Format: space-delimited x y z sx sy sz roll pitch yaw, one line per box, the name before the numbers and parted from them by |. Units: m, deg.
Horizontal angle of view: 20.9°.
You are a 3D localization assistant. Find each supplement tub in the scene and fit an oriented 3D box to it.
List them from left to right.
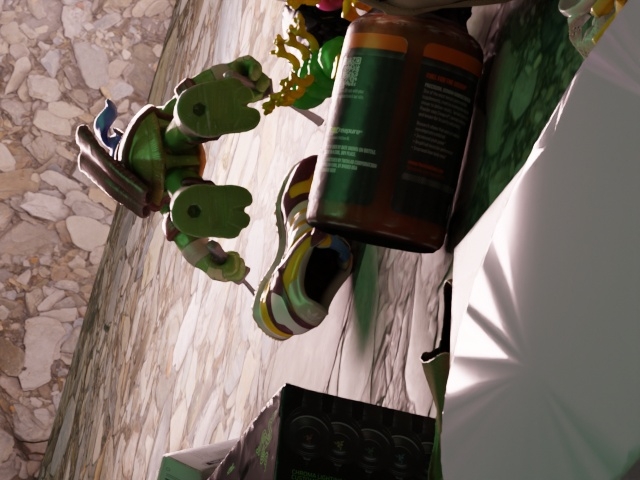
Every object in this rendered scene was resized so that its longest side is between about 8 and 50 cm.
supplement tub | 0.059 -0.095 1.262 0.106 0.106 0.198 179 105 -77

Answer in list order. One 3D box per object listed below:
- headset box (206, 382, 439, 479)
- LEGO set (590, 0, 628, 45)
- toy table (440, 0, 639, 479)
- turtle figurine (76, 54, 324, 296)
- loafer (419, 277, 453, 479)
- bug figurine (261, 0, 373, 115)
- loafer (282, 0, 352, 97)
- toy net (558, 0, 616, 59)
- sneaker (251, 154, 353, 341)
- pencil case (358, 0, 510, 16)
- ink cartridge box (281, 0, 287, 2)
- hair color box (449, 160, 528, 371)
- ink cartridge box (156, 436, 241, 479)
headset box | -0.013 0.260 1.152 0.246 0.131 0.283 126 155 -57
LEGO set | 0.203 -0.117 0.778 0.132 0.107 0.287 -44 -11 -31
toy table | 0.167 0.015 0.580 0.274 0.160 0.252 126 154 -57
turtle figurine | -0.078 -0.069 1.615 0.198 0.274 0.266 -54 10 -4
loafer | 0.086 0.088 1.086 0.056 0.050 0.148 165 118 -75
bug figurine | 0.042 -0.215 1.459 0.216 0.072 0.279 -35 36 46
loafer | 0.011 -0.169 1.628 0.223 0.076 0.078 -121 26 -66
toy net | 0.172 -0.200 0.978 0.122 0.045 0.232 -121 43 -54
sneaker | 0.000 0.000 1.530 0.084 0.069 0.186 -22 47 46
pencil case | 0.113 -0.362 1.182 0.183 0.159 0.410 -22 56 62
ink cartridge box | -0.014 -0.332 1.682 0.219 0.160 0.093 124 157 -56
hair color box | 0.127 0.011 0.985 0.167 0.053 0.093 122 157 -57
ink cartridge box | -0.074 0.266 1.417 0.224 0.045 0.223 -6 -67 -59
